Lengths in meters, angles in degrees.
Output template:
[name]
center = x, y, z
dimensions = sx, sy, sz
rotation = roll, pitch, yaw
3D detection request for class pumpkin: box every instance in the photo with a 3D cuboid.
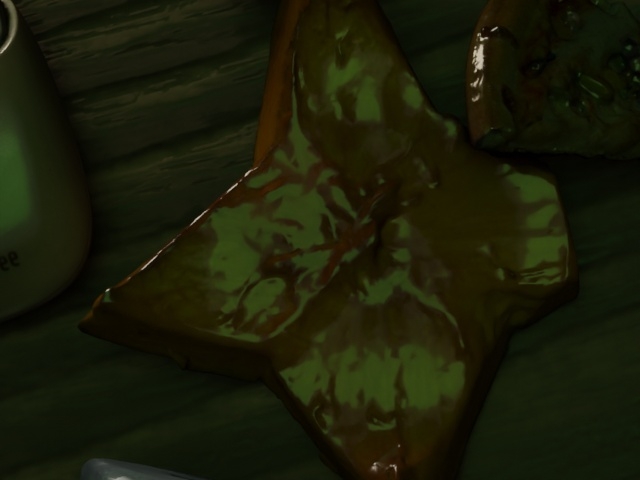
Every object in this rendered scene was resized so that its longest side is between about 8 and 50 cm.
[pumpkin]
center = 0.027, -0.004, 0.938
dimensions = 0.258, 0.095, 0.290
rotation = 32, 84, 4

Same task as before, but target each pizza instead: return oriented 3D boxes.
[pizza]
center = 0.166, -0.089, 0.938
dimensions = 0.176, 0.036, 0.184
rotation = 38, 53, 4

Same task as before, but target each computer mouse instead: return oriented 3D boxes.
[computer mouse]
center = -0.234, -0.060, 1.010
dimensions = 0.145, 0.082, 0.236
rotation = -21, 74, 5

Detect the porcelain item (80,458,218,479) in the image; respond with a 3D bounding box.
[porcelain item]
center = -0.089, 0.326, 0.808
dimensions = 0.178, 0.242, 0.405
rotation = 12, 82, -11
